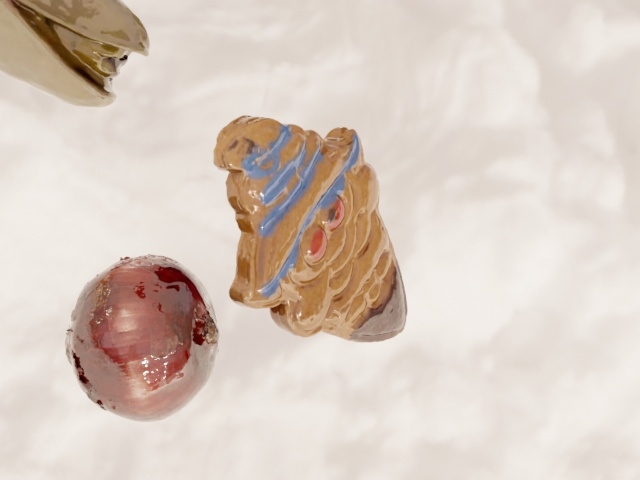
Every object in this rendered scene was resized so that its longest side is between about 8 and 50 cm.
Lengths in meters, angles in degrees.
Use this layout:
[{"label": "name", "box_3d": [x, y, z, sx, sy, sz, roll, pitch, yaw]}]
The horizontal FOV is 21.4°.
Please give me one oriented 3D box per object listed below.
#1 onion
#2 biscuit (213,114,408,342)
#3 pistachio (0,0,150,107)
[{"label": "onion", "box_3d": [-0.133, 0.074, 1.289, 0.131, 0.131, 0.131, 6, 52, -8]}, {"label": "biscuit", "box_3d": [0.000, 0.000, 1.358, 0.043, 0.280, 0.183, 6, 58, 43]}, {"label": "pistachio", "box_3d": [-0.264, -0.210, 1.671, 0.206, 0.131, 0.130, 32, 96, 26]}]
